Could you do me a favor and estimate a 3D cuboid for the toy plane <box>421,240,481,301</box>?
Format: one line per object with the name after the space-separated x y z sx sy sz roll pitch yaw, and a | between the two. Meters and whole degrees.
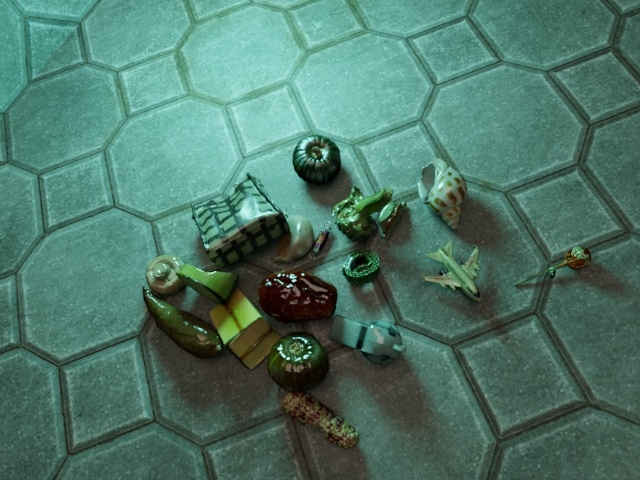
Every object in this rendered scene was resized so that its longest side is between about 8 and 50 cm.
0.502 0.121 1.632 0.241 0.104 0.256 -26 66 -7 | toy plane

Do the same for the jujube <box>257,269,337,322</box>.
-0.084 0.208 1.624 0.289 0.197 0.197 6 68 9 | jujube

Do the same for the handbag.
-0.332 -0.087 1.772 0.325 0.163 0.327 -29 50 -8 | handbag

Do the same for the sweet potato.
-0.524 0.316 1.669 0.422 0.130 0.131 30 73 22 | sweet potato

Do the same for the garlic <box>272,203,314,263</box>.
-0.096 -0.040 1.793 0.148 0.129 0.267 10 57 -1 | garlic

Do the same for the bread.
-0.286 0.325 1.679 0.167 0.163 0.264 -39 33 -8 | bread

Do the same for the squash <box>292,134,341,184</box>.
-0.014 -0.336 1.858 0.218 0.172 0.218 13 57 -20 | squash

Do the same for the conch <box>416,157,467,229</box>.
0.486 -0.181 1.740 0.148 0.182 0.275 16 67 -23 | conch

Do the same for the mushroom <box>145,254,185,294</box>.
-0.606 0.131 1.756 0.166 0.127 0.167 0 66 0 | mushroom

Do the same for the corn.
-0.002 0.601 1.495 0.289 0.098 0.098 30 74 16 | corn

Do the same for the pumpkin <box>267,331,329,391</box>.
-0.078 0.428 1.538 0.218 0.163 0.219 3 33 -2 | pumpkin

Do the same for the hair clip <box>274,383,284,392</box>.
-0.157 0.484 1.595 0.030 0.039 0.115 -12 63 -4 | hair clip

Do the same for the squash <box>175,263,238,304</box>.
-0.428 0.141 1.678 0.220 0.220 0.133 21 74 15 | squash

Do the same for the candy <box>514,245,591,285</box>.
0.842 0.103 1.620 0.287 0.084 0.078 -24 70 4 | candy

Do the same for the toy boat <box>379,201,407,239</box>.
0.281 -0.093 1.772 0.089 0.071 0.185 6 59 56 | toy boat

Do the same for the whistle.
0.183 0.348 1.569 0.289 0.163 0.164 8 63 49 | whistle

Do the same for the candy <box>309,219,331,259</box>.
0.000 0.000 1.783 0.045 0.043 0.175 23 76 19 | candy

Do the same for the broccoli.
0.175 -0.137 1.713 0.177 0.275 0.199 22 38 -23 | broccoli

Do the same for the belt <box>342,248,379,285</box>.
0.155 0.108 1.701 0.151 0.079 0.121 -32 56 -19 | belt
